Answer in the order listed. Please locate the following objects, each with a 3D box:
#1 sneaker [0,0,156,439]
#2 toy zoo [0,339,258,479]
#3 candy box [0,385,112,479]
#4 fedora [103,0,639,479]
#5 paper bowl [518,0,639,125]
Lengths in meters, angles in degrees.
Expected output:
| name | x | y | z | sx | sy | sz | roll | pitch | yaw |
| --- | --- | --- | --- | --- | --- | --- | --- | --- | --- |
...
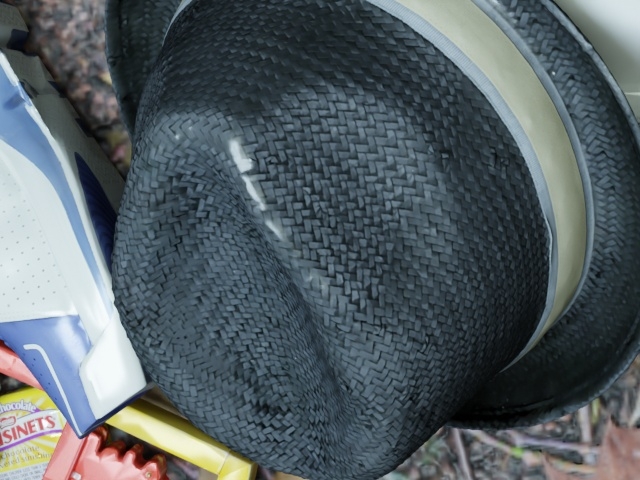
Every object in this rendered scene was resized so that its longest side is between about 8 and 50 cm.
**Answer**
| name | x | y | z | sx | sy | sz | roll | pitch | yaw |
| --- | --- | --- | --- | --- | --- | --- | --- | --- | --- |
| sneaker | -0.214 | -0.023 | 1.010 | 0.182 | 0.127 | 0.316 | -31 | 84 | 9 |
| toy zoo | -0.163 | 0.163 | 1.052 | 0.293 | 0.030 | 0.192 | 24 | 99 | 5 |
| candy box | -0.215 | 0.149 | 1.088 | 0.205 | 0.027 | 0.105 | -14 | 93 | 10 |
| fedora | 0.000 | 0.000 | 0.895 | 0.334 | 0.152 | 0.334 | 20 | 138 | 19 |
| paper bowl | 0.150 | -0.195 | 0.898 | 0.284 | 0.148 | 0.284 | 0 | 93 | -1 |
